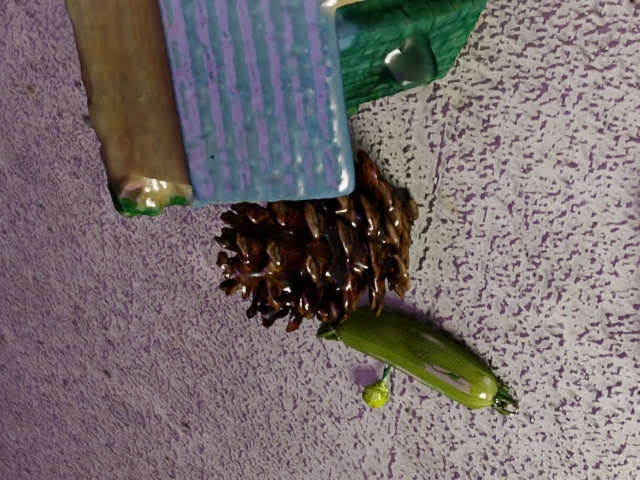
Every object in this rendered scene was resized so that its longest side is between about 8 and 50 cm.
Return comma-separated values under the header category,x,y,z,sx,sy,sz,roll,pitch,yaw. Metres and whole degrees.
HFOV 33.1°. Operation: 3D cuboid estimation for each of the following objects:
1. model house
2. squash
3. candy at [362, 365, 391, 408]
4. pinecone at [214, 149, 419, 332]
category,x,y,z,sx,sy,sz,roll,pitch,yaw
model house,-0.025,-0.210,1.178,0.343,0.382,0.334,12,119,43
squash,0.123,0.150,1.444,0.319,0.071,0.080,21,108,34
candy,0.092,0.189,1.530,0.035,0.035,0.123,51,132,39
pinecone,0.000,0.000,1.359,0.224,0.273,0.224,166,90,-78
